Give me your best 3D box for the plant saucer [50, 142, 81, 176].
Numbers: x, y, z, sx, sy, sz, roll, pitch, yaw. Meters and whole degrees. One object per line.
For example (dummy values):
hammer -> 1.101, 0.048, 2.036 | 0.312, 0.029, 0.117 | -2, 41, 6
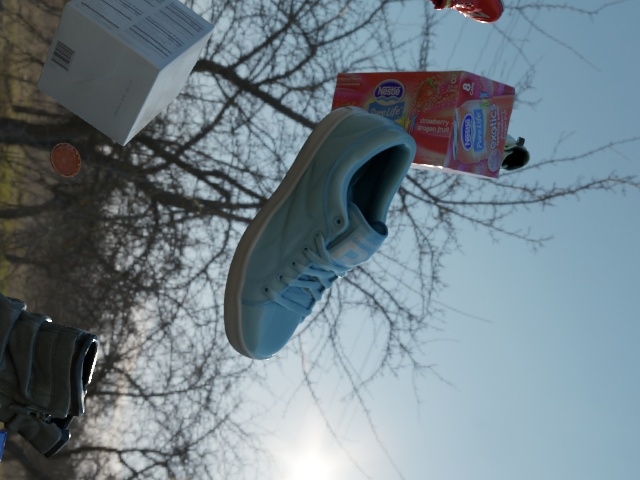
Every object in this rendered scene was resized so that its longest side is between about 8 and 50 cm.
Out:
plant saucer -> -0.627, -0.197, 1.563 | 0.013, 0.083, 0.083 | -6, -103, 31

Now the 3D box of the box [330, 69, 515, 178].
box -> 0.159, -0.203, 1.091 | 0.300, 0.142, 0.154 | 18, -80, 50

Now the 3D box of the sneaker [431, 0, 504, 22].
sneaker -> 0.319, -0.597, 1.556 | 0.107, 0.279, 0.118 | -45, -157, 58

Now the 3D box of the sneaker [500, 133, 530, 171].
sneaker -> 0.369, -0.222, 1.511 | 0.151, 0.256, 0.094 | -112, -154, -66

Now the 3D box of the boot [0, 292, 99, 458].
boot -> -0.218, 0.041, 0.416 | 0.083, 0.161, 0.246 | -73, -176, -50

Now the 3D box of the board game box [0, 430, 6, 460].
board game box -> -0.426, 0.296, 0.665 | 0.047, 0.160, 0.210 | -13, -120, 19

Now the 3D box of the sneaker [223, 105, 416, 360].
sneaker -> 0.000, 0.000, 0.808 | 0.150, 0.135, 0.366 | 27, -88, 52

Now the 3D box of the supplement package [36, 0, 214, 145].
supplement package -> -0.378, -0.367, 1.261 | 0.199, 0.198, 0.263 | -49, -169, 36
